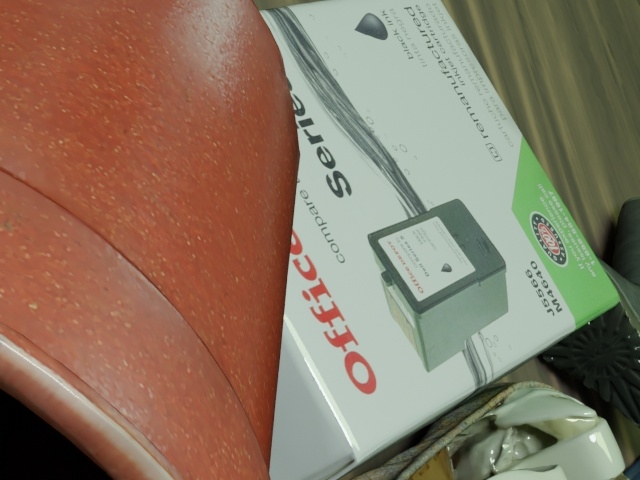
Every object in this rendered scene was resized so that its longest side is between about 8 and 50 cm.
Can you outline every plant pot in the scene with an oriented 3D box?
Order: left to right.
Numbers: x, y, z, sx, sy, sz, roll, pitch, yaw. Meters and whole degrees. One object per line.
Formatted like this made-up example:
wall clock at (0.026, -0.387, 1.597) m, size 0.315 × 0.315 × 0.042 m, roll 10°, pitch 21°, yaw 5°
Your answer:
plant pot at (-0.121, 0.028, 0.471) m, size 0.272 × 0.272 × 0.265 m, roll 47°, pitch 29°, yaw -21°

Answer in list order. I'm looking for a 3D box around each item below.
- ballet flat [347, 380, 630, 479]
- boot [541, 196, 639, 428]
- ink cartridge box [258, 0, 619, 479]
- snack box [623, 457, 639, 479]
ballet flat at (0.091, 0.131, 0.800) m, size 0.316 × 0.106 × 0.108 m, roll -24°, pitch 85°, yaw -57°
boot at (0.202, 0.020, 1.058) m, size 0.190 × 0.076 × 0.208 m, roll 47°, pitch 35°, yaw -12°
ink cartridge box at (0.000, 0.000, 0.752) m, size 0.273 × 0.114 × 0.198 m, roll -22°, pitch 80°, yaw -56°
snack box at (0.240, 0.233, 0.962) m, size 0.174 × 0.070 × 0.207 m, roll -25°, pitch 90°, yaw -57°
